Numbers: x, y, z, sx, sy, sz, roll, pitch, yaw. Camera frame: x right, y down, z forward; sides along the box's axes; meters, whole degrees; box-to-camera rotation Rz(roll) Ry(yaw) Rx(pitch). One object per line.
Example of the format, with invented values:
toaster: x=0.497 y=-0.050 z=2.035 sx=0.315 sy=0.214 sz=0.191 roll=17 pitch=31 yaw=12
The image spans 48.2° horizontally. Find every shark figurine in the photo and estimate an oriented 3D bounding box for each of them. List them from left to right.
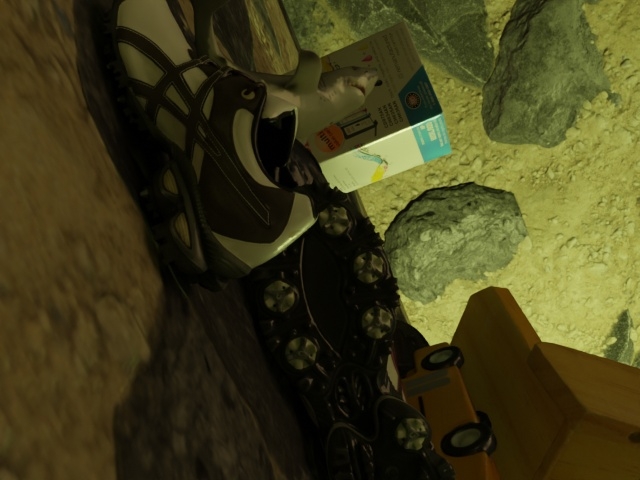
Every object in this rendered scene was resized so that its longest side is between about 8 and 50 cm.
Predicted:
shark figurine: x=-0.075 y=-0.165 z=0.685 sx=0.116 sy=0.166 sz=0.278 roll=44 pitch=10 yaw=34

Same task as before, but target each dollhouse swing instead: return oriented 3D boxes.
dollhouse swing: x=0.312 y=0.273 z=0.907 sx=0.305 sy=0.315 sz=0.346 roll=-74 pitch=180 yaw=-64

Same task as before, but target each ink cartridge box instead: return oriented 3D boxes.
ink cartridge box: x=0.065 y=-0.197 z=1.139 sx=0.168 sy=0.233 sz=0.171 roll=41 pitch=29 yaw=-71

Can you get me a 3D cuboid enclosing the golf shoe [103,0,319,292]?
golf shoe: x=-0.061 y=-0.072 z=0.411 sx=0.077 sy=0.094 sz=0.198 roll=43 pitch=25 yaw=-71

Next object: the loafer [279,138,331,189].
loafer: x=0.000 y=0.000 z=0.670 sx=0.078 sy=0.076 sz=0.223 roll=-27 pitch=93 yaw=-59

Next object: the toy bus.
toy bus: x=0.118 y=0.224 z=0.728 sx=0.332 sy=0.130 sz=0.108 roll=-83 pitch=151 yaw=-75

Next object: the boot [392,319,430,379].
boot: x=0.083 y=0.108 z=0.970 sx=0.263 sy=0.091 sz=0.228 roll=-87 pitch=156 yaw=-68

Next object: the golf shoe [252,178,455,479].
golf shoe: x=0.012 y=0.091 z=0.556 sx=0.120 sy=0.105 sz=0.272 roll=156 pitch=-82 yaw=-79
